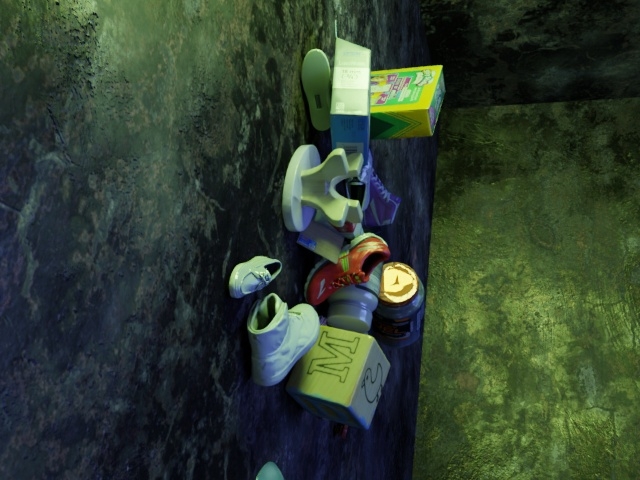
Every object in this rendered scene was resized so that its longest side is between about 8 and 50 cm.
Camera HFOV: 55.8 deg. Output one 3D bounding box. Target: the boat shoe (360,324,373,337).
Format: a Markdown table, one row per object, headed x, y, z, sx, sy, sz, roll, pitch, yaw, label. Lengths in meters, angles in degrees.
| x | y | z | sx | sy | sz | roll | pitch | yaw | label |
| --- | --- | --- | --- | --- | --- | --- | --- | --- | --- |
| 0.129 | 0.373 | 2.055 | 0.118 | 0.103 | 0.321 | -59 | 144 | -71 | boat shoe |

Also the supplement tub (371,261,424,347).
| x | y | z | sx | sy | sz | roll | pitch | yaw | label |
| --- | --- | --- | --- | --- | --- | --- | --- | --- | --- |
| 0.258 | 0.219 | 2.062 | 0.316 | 0.193 | 0.194 | 77 | 22 | -55 | supplement tub |

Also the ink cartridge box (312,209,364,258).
| x | y | z | sx | sy | sz | roll | pitch | yaw | label |
| --- | --- | --- | --- | --- | --- | --- | --- | --- | --- |
| 0.055 | -0.019 | 1.772 | 0.175 | 0.127 | 0.072 | 70 | 29 | -45 | ink cartridge box |

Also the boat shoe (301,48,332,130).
| x | y | z | sx | sy | sz | roll | pitch | yaw | label |
| --- | --- | --- | --- | --- | --- | --- | --- | --- | --- |
| -0.006 | -0.423 | 1.680 | 0.081 | 0.079 | 0.228 | -86 | 171 | -57 | boat shoe |

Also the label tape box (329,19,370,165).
| x | y | z | sx | sy | sz | roll | pitch | yaw | label |
| --- | --- | --- | --- | --- | --- | --- | --- | --- | --- |
| 0.090 | -0.416 | 1.711 | 0.241 | 0.105 | 0.334 | 82 | 11 | -64 | label tape box |

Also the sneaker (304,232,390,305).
| x | y | z | sx | sy | sz | roll | pitch | yaw | label |
| --- | --- | --- | --- | --- | --- | --- | --- | --- | --- |
| 0.075 | 0.089 | 1.682 | 0.279 | 0.118 | 0.107 | -40 | 137 | -7 | sneaker |

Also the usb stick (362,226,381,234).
| x | y | z | sx | sy | sz | roll | pitch | yaw | label |
| --- | --- | --- | --- | --- | --- | --- | --- | --- | --- |
| 0.158 | -0.018 | 2.160 | 0.045 | 0.077 | 0.278 | 57 | 19 | 7 | usb stick |

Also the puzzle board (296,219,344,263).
| x | y | z | sx | sy | sz | roll | pitch | yaw | label |
| --- | --- | --- | --- | --- | --- | --- | --- | --- | --- |
| 0.000 | 0.000 | 1.664 | 0.011 | 0.128 | 0.096 | -46 | -160 | 49 | puzzle board |

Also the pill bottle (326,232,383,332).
| x | y | z | sx | sy | sz | roll | pitch | yaw | label |
| --- | --- | --- | --- | --- | --- | --- | --- | --- | --- |
| 0.106 | 0.132 | 1.875 | 0.161 | 0.161 | 0.283 | 61 | 35 | -55 | pill bottle |

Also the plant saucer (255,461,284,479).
| x | y | z | sx | sy | sz | roll | pitch | yaw | label |
| --- | --- | --- | --- | --- | --- | --- | --- | --- | --- |
| -0.116 | 0.630 | 1.436 | 0.195 | 0.037 | 0.195 | 0 | 90 | -72 | plant saucer |

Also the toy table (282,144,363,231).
| x | y | z | sx | sy | sz | roll | pitch | yaw | label |
| --- | --- | --- | --- | --- | --- | --- | --- | --- | --- |
| 0.012 | -0.143 | 1.600 | 0.252 | 0.160 | 0.274 | 60 | 37 | -56 | toy table |

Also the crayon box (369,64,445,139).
| x | y | z | sx | sy | sz | roll | pitch | yaw | label |
| --- | --- | --- | --- | --- | --- | --- | --- | --- | --- |
| 0.230 | -0.451 | 1.982 | 0.363 | 0.312 | 0.106 | -65 | 149 | -50 | crayon box |

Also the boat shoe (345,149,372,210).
| x | y | z | sx | sy | sz | roll | pitch | yaw | label |
| --- | --- | --- | --- | --- | --- | --- | --- | --- | --- |
| 0.128 | -0.211 | 2.027 | 0.084 | 0.095 | 0.258 | -62 | 147 | -61 | boat shoe |

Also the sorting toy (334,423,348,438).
| x | y | z | sx | sy | sz | roll | pitch | yaw | label |
| --- | --- | --- | --- | --- | --- | --- | --- | --- | --- |
| 0.069 | 0.609 | 1.980 | 0.102 | 0.042 | 0.061 | -6 | 112 | -83 | sorting toy |

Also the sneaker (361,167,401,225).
| x | y | z | sx | sy | sz | roll | pitch | yaw | label |
| --- | --- | --- | --- | --- | --- | --- | --- | --- | --- |
| 0.210 | -0.187 | 2.170 | 0.102 | 0.160 | 0.282 | -55 | 140 | -56 | sneaker |

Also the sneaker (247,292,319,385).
| x | y | z | sx | sy | sz | roll | pitch | yaw | label |
| --- | --- | --- | --- | --- | --- | --- | --- | --- | --- |
| -0.080 | 0.187 | 1.420 | 0.292 | 0.108 | 0.169 | -52 | 142 | -59 | sneaker |

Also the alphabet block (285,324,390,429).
| x | y | z | sx | sy | sz | roll | pitch | yaw | label |
| --- | --- | --- | --- | --- | --- | --- | --- | --- | --- |
| 0.051 | 0.363 | 1.613 | 0.197 | 0.193 | 0.192 | -66 | 149 | -26 | alphabet block |

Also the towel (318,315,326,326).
| x | y | z | sx | sy | sz | roll | pitch | yaw | label |
| --- | --- | --- | --- | --- | --- | --- | --- | --- | --- |
| -0.011 | 0.335 | 1.752 | 0.144 | 0.029 | 0.197 | -45 | 135 | -63 | towel |

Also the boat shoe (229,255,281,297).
| x | y | z | sx | sy | sz | roll | pitch | yaw | label |
| --- | --- | --- | --- | --- | --- | --- | --- | --- | --- |
| -0.138 | 0.079 | 1.315 | 0.184 | 0.063 | 0.066 | -26 | 115 | -69 | boat shoe |
